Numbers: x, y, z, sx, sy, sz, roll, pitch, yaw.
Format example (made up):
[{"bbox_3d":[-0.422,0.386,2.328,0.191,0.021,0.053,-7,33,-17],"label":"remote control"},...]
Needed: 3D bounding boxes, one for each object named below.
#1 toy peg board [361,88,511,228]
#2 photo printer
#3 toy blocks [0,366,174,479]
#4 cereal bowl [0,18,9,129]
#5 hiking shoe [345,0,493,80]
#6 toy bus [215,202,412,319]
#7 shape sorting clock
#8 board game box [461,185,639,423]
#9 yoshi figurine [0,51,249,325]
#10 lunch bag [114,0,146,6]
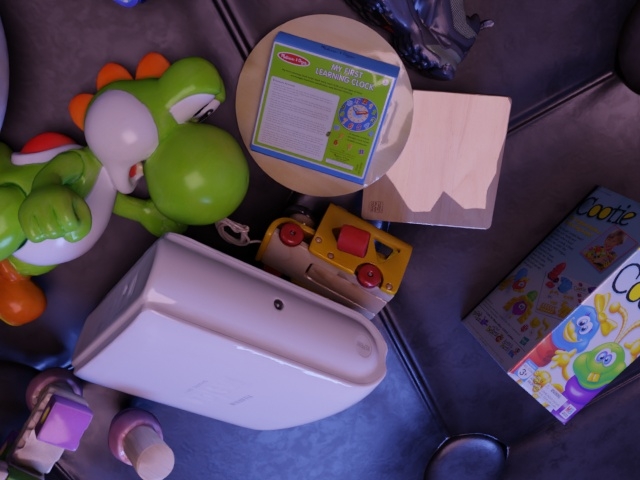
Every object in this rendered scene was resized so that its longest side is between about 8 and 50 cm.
[{"bbox_3d":[0.137,-0.107,0.735,0.160,0.079,0.161,5,109,2],"label":"toy peg board"},{"bbox_3d":[-0.097,0.130,0.679,0.307,0.107,0.256,26,141,-27],"label":"photo printer"},{"bbox_3d":[-0.378,0.269,0.676,0.309,0.260,0.288,35,73,-23],"label":"toy blocks"},{"bbox_3d":[-0.463,-0.163,0.493,0.339,0.141,0.339,-1,98,-3],"label":"cereal bowl"},{"bbox_3d":[0.097,-0.290,0.654,0.227,0.086,0.114,42,83,-28],"label":"hiking shoe"},{"bbox_3d":[0.009,0.008,0.715,0.191,0.104,0.202,0,137,33],"label":"toy bus"},{"bbox_3d":[0.003,-0.151,0.678,0.206,0.040,0.206,4,115,9],"label":"shape sorting clock"},{"bbox_3d":[0.361,0.086,0.809,0.142,0.144,0.275,40,98,-23],"label":"board game box"},{"bbox_3d":[-0.223,-0.033,0.621,0.362,0.203,0.203,-39,127,1],"label":"yoshi figurine"},{"bbox_3d":[-0.205,-0.287,0.539,0.129,0.151,0.096,28,102,-21],"label":"lunch bag"}]
